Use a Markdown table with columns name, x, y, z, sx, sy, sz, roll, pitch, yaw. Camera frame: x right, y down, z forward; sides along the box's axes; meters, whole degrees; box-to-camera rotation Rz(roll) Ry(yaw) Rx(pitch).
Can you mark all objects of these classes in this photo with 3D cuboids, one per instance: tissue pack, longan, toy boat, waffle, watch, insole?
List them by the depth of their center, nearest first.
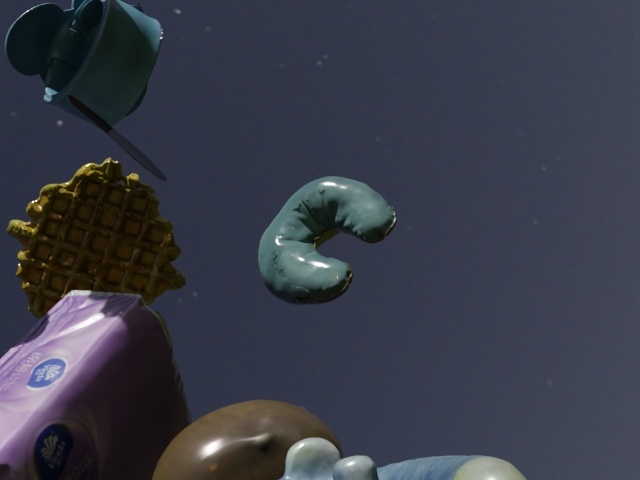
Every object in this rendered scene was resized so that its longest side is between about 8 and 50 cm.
| name | x | y | z | sx | sy | sz | roll | pitch | yaw |
| --- | --- | --- | --- | --- | --- | --- | --- | --- | --- |
| toy boat | 0.018 | 0.173 | 0.688 | 0.330 | 0.215 | 0.123 | 99 | 161 | -71 |
| longan | -0.078 | 0.274 | 1.162 | 0.220 | 0.196 | 0.196 | -25 | -43 | -14 |
| insole | -0.241 | -0.121 | 1.257 | 0.002 | 0.153 | 0.053 | -47 | 11 | 10 |
| tissue pack | -0.301 | 0.246 | 1.274 | 0.338 | 0.160 | 0.242 | -55 | -43 | -50 |
| watch | -0.298 | -0.255 | 1.430 | 0.211 | 0.193 | 0.211 | -8 | -75 | -29 |
| waffle | -0.327 | 0.018 | 1.531 | 0.238 | 0.243 | 0.059 | -24 | -2 | -5 |

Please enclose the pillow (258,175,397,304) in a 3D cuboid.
| name | x | y | z | sx | sy | sz | roll | pitch | yaw |
| --- | --- | --- | --- | --- | --- | --- | --- | --- | --- |
| pillow | 0.000 | 0.000 | 1.714 | 0.233 | 0.214 | 0.086 | -52 | -44 | -12 |
